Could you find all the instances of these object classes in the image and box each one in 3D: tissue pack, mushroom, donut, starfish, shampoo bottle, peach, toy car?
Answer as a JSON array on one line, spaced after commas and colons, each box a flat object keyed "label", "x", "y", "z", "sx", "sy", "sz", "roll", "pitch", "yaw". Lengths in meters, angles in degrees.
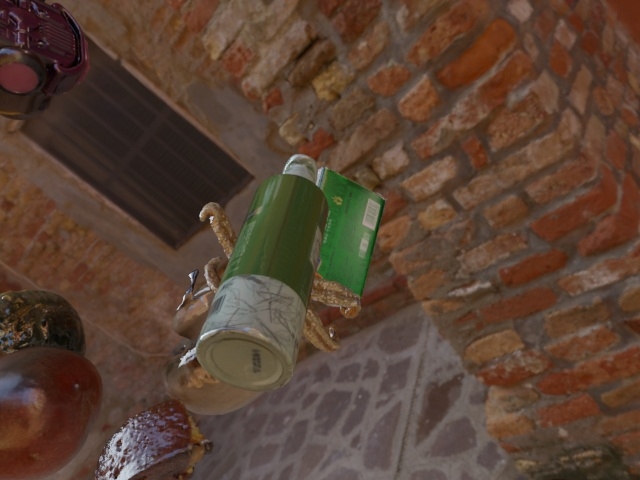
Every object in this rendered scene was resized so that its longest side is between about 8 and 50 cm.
[{"label": "tissue pack", "x": -0.002, "y": 0.000, "z": 1.048, "sx": 0.156, "sy": 0.148, "sz": 0.209, "roll": -11, "pitch": 59, "yaw": 56}, {"label": "mushroom", "x": -0.210, "y": 0.200, "z": 1.287, "sx": 0.362, "sy": 0.294, "sz": 0.362, "roll": -43, "pitch": 8, "yaw": 8}, {"label": "donut", "x": -0.272, "y": 0.337, "z": 0.911, "sx": 0.126, "sy": 0.144, "sz": 0.186, "roll": 56, "pitch": 131, "yaw": 39}, {"label": "starfish", "x": -0.042, "y": 0.036, "z": 0.609, "sx": 0.053, "sy": 0.209, "sz": 0.150, "roll": -41, "pitch": 10, "yaw": 30}, {"label": "shampoo bottle", "x": -0.031, "y": 0.007, "z": 0.418, "sx": 0.065, "sy": 0.065, "sz": 0.204, "roll": -37, "pitch": 26, "yaw": 35}, {"label": "peach", "x": -0.534, "y": 0.315, "z": 1.087, "sx": 0.252, "sy": 0.252, "sz": 0.252, "roll": -43, "pitch": 15, "yaw": 15}, {"label": "toy car", "x": -0.565, "y": -0.302, "z": 0.910, "sx": 0.240, "sy": 0.341, "sz": 0.271, "roll": -42, "pitch": 48, "yaw": 29}]

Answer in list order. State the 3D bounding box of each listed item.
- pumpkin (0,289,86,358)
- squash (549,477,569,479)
[{"label": "pumpkin", "x": -0.720, "y": 0.261, "z": 1.355, "sx": 0.257, "sy": 0.291, "sz": 0.327, "roll": 34, "pitch": 83, "yaw": 33}, {"label": "squash", "x": 0.124, "y": 0.221, "z": 0.384, "sx": 0.237, "sy": 0.204, "sz": 0.155, "roll": -7, "pitch": 56, "yaw": 14}]
